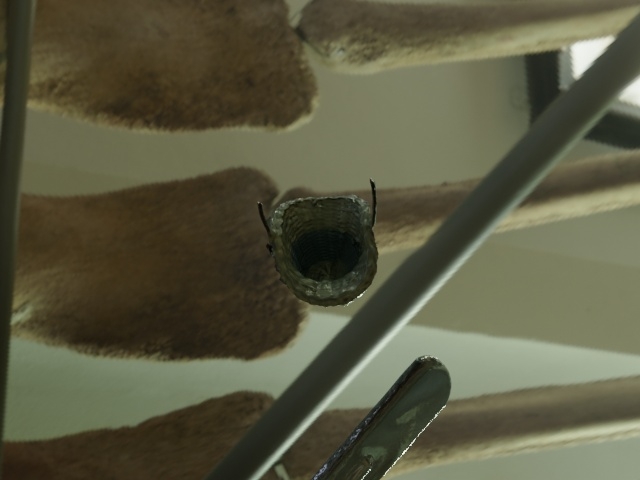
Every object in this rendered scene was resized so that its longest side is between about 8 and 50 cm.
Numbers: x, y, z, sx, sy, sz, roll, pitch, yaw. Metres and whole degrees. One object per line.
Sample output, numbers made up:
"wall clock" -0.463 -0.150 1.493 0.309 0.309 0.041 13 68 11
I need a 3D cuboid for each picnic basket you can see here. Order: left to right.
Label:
"picnic basket" 0.000 0.000 0.653 0.065 0.083 0.083 -5 -129 -1

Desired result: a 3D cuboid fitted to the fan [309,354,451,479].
"fan" -0.020 0.177 0.649 0.023 0.057 0.282 36 -102 32
